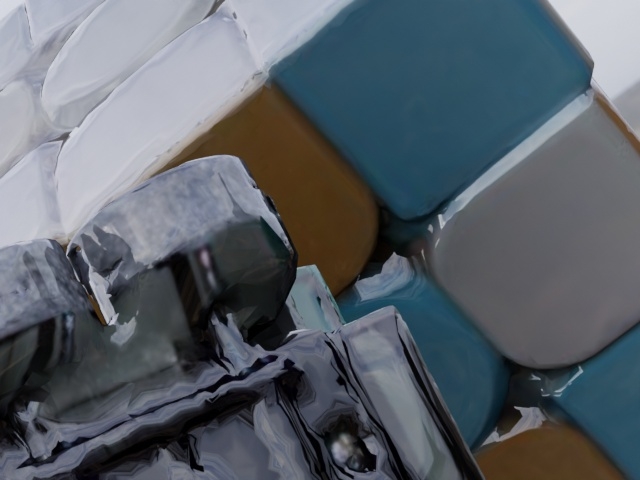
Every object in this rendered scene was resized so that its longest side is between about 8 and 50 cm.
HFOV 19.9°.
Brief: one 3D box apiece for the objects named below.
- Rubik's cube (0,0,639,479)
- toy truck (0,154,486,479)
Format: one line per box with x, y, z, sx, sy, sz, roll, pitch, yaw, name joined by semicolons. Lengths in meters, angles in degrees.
0.000;0.000;0.990;0.346;0.344;0.347;-38;26;9;Rubik's cube
-0.103;0.117;0.489;0.363;0.176;0.178;-21;-12;-33;toy truck
